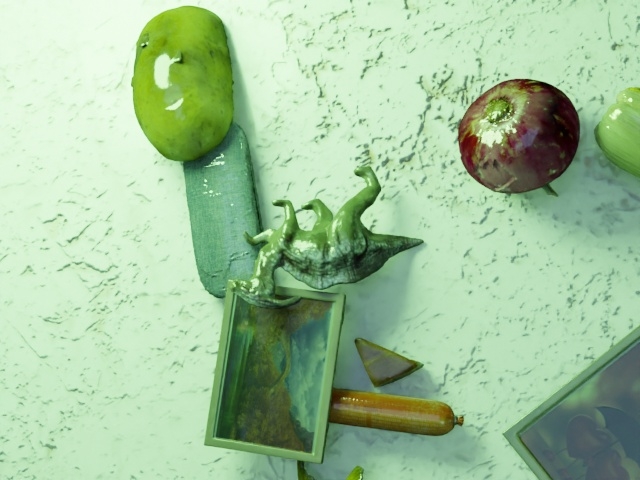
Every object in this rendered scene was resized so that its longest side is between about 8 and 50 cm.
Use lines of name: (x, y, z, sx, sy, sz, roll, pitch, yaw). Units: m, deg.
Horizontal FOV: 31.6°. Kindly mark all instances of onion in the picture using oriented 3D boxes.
onion: (0.284, -0.149, 1.621, 0.177, 0.153, 0.177, -5, 79, 23)

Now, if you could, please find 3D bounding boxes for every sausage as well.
sausage: (0.037, 0.244, 1.660, 0.348, 0.053, 0.053, 5, 83, 14)

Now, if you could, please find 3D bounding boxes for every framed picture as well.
framed picture: (-0.067, 0.190, 1.654, 0.184, 0.016, 0.249, 8, 84, 14)
framed picture: (0.434, 0.266, 1.588, 0.289, 0.020, 0.211, -39, 76, 4)

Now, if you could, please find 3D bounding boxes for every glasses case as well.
glasses case: (-0.149, -0.049, 1.741, 0.109, 0.067, 0.282, -12, 81, 13)

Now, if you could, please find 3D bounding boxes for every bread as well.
bread: (0.093, 0.188, 1.662, 0.109, 0.043, 0.062, 18, 84, 13)

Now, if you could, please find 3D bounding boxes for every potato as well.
potato: (-0.226, -0.258, 1.738, 0.160, 0.111, 0.271, -12, 64, 13)

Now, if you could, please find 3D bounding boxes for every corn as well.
corn: (0.525, -0.100, 1.568, 0.305, 0.122, 0.123, 35, 126, 15)

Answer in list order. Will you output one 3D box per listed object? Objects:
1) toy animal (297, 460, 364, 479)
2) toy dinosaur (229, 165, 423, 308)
toy animal: (0.021, 0.400, 1.625, 0.095, 0.219, 0.155, -7, 117, -5)
toy dinosaur: (-0.002, 0.003, 1.671, 0.294, 0.077, 0.162, -22, 69, -5)
